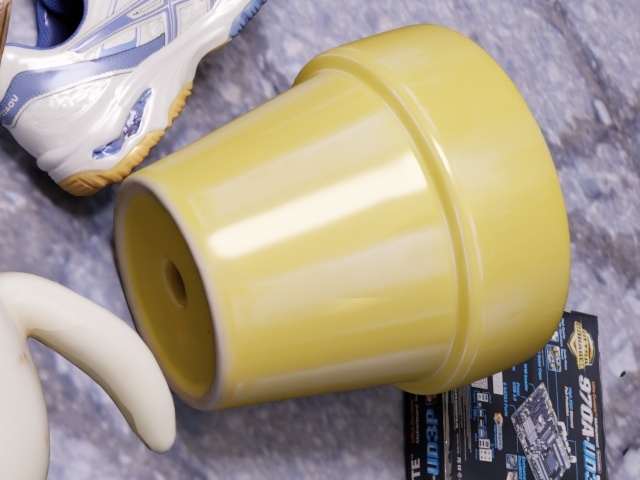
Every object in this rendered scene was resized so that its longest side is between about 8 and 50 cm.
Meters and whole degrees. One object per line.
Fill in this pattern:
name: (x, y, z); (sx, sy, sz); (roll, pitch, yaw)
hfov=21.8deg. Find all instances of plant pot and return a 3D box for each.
plant pot: (0.000, 0.000, 1.126); (0.239, 0.254, 0.254); (-17, 86, -25)

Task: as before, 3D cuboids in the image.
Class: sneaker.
sneaker: (-0.124, -0.173, 1.158); (0.131, 0.112, 0.296); (44, 53, -18)

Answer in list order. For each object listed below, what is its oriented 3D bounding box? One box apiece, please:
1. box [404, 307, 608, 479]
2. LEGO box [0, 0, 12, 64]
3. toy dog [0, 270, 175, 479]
box: (0.147, 0.153, 1.301); (0.175, 0.051, 0.220); (12, 68, -35)
LEGO box: (-0.397, -0.153, 0.690); (0.372, 0.193, 0.500); (-4, 40, -32)
toy dog: (-0.257, 0.228, 0.830); (0.395, 0.284, 0.408); (-11, 95, -35)
